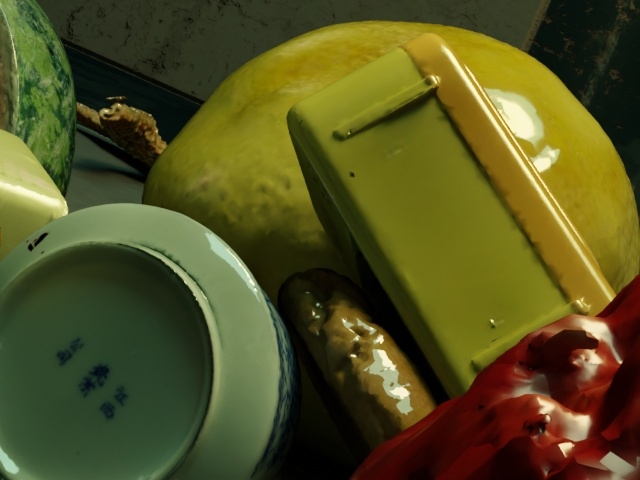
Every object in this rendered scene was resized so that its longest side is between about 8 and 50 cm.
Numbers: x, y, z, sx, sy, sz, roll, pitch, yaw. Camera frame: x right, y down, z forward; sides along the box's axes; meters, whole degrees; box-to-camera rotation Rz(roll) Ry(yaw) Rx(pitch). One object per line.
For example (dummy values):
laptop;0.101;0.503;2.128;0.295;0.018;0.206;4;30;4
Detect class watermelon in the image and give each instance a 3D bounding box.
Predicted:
watermelon;-0.307;-0.150;1.388;0.176;0.260;0.256;7;-6;-11

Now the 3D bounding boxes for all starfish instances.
starfish;-0.153;-0.127;1.850;0.398;0.132;0.384;3;10;-30

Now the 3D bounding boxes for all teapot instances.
teapot;-0.072;0.074;0.697;0.232;0.159;0.159;46;17;23

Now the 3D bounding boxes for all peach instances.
peach;0.050;0.009;0.973;0.314;0.281;0.316;-26;30;-36

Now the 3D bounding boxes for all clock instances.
clock;0.071;0.016;0.721;0.202;0.096;0.143;59;-3;23

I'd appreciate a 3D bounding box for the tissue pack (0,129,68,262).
tissue pack;-0.274;-0.026;0.821;0.234;0.125;0.159;19;9;-25

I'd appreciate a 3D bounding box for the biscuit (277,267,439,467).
biscuit;0.043;0.108;0.728;0.226;0.042;0.226;60;-6;11

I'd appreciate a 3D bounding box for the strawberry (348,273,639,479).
strawberry;0.136;0.098;0.372;0.295;0.345;0.317;31;11;36
